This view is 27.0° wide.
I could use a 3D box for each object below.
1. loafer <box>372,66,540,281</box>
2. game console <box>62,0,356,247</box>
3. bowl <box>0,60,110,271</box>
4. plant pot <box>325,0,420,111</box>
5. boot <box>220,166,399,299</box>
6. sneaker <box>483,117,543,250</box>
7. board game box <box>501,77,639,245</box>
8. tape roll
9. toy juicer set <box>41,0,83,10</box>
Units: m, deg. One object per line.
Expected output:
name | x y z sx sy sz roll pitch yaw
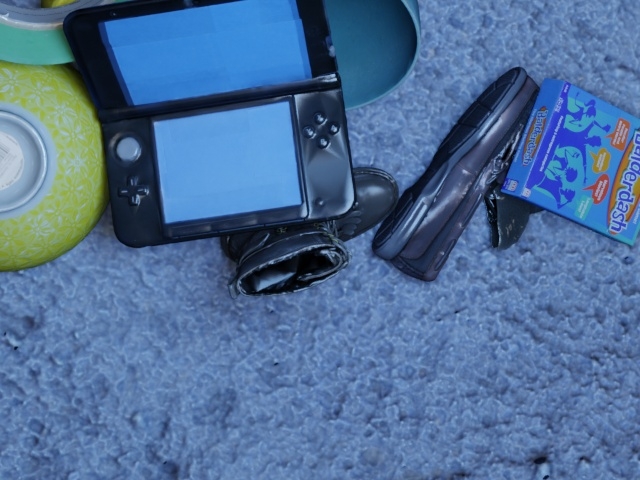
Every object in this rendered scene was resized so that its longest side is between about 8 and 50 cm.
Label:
loafer | 0.190 -0.082 1.721 0.095 0.109 0.302 37 96 -14
game console | -0.121 -0.139 1.512 0.293 0.173 0.250 -8 83 6
bowl | -0.379 -0.096 1.572 0.289 0.156 0.289 -1 96 -12
plant pot | -0.020 -0.314 1.588 0.290 0.290 0.195 15 57 -13
boot | 0.000 0.000 1.621 0.263 0.229 0.091 -23 106 -7
sneaker | 0.246 -0.079 1.758 0.089 0.051 0.170 -20 103 -14
board game box | 0.354 -0.101 1.752 0.210 0.047 0.160 20 91 -31
tape roll | -0.317 -0.360 1.491 0.321 0.077 0.321 -5 115 -11
toy juicer set | -0.291 -0.420 1.563 0.209 0.089 0.329 28 105 -23
